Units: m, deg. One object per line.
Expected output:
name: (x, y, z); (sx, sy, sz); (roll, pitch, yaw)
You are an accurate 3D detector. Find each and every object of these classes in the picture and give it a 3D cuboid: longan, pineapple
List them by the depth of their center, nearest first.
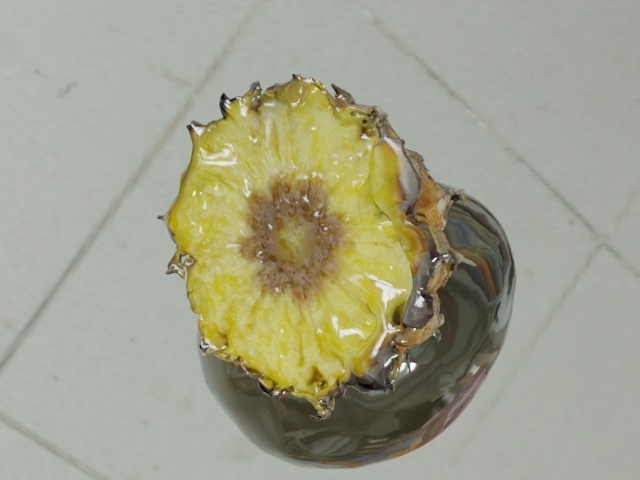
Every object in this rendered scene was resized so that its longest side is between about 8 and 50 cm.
pineapple: (0.000, 0.000, 0.952); (0.076, 0.225, 0.225); (-11, 110, -51)
longan: (0.029, 0.054, 1.166); (0.248, 0.248, 0.248); (-9, 108, -29)
